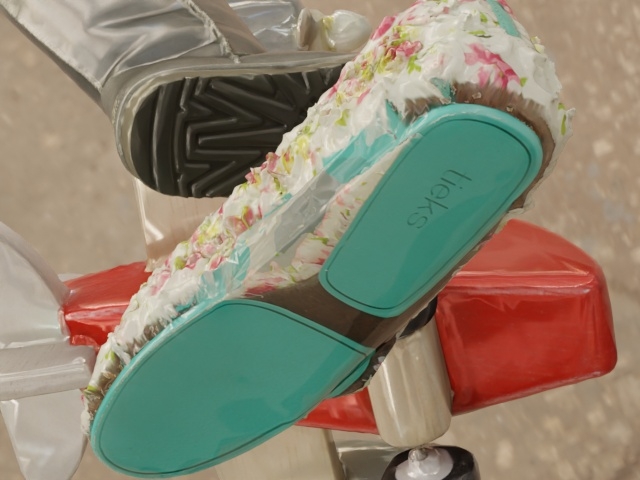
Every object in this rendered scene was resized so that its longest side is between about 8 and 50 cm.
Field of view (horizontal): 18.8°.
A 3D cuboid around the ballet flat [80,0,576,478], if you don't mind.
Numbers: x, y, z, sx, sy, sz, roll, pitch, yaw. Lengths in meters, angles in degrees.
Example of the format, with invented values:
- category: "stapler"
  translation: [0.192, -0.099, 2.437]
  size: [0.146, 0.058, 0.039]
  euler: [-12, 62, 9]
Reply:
- category: "ballet flat"
  translation: [0.000, 0.000, 0.679]
  size: [0.241, 0.091, 0.077]
  euler: [-41, 33, 35]

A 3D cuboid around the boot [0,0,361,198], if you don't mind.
- category: "boot"
  translation: [-0.035, -0.078, 0.845]
  size: [0.208, 0.189, 0.076]
  euler: [-138, 58, -62]

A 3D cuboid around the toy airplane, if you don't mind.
- category: "toy airplane"
  translation: [-0.035, 0.036, 1.235]
  size: [0.384, 0.386, 0.272]
  euler: [39, 40, 5]
